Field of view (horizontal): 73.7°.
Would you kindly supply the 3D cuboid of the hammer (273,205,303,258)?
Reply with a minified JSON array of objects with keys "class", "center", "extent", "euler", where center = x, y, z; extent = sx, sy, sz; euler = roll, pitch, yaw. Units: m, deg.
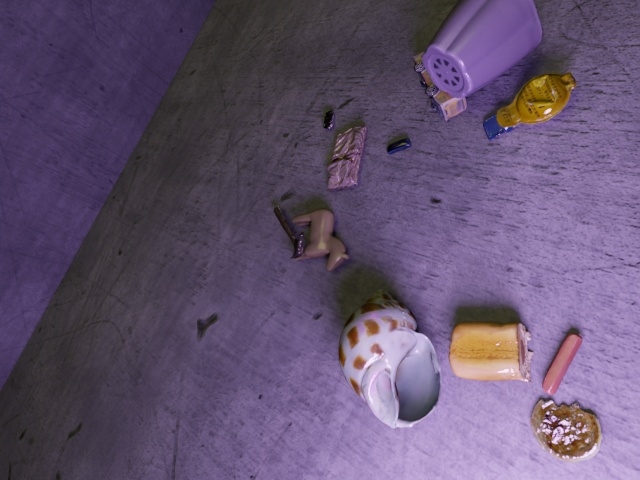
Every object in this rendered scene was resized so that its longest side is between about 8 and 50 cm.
[{"class":"hammer","center":[-0.118,-0.046,1.522],"extent":[0.297,0.026,0.125],"euler":[-123,40,-50]}]

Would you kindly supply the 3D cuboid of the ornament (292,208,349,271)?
[{"class":"ornament","center":[0.000,0.000,1.433],"extent":[0.244,0.061,0.231],"euler":[-13,61,38]}]

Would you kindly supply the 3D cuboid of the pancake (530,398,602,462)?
[{"class":"pancake","center":[0.501,0.389,0.874],"extent":[0.129,0.022,0.116],"euler":[-8,63,40]}]

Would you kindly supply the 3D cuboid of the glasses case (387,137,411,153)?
[{"class":"glasses case","center":[0.258,-0.315,1.417],"extent":[0.083,0.023,0.034],"euler":[-15,63,31]}]

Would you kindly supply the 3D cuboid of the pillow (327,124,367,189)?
[{"class":"pillow","center":[0.090,-0.298,1.524],"extent":[0.135,0.049,0.249],"euler":[-7,61,40]}]

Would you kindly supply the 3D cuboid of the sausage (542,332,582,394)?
[{"class":"sausage","center":[0.518,0.262,0.917],"extent":[0.035,0.030,0.147],"euler":[25,85,42]}]

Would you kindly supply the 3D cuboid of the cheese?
[{"class":"cheese","center":[0.569,-0.370,1.177],"extent":[0.250,0.064,0.157],"euler":[-28,52,36]}]

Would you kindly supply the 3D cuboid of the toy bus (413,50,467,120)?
[{"class":"toy bus","center":[0.380,-0.510,1.379],"extent":[0.106,0.092,0.268],"euler":[-23,55,16]}]

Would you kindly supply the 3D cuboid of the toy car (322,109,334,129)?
[{"class":"toy car","center":[0.033,-0.469,1.668],"extent":[0.041,0.025,0.093],"euler":[-14,57,34]}]

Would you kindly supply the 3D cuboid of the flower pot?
[{"class":"flower pot","center":[0.438,-0.550,1.205],"extent":[0.243,0.265,0.265],"euler":[-46,47,-6]}]

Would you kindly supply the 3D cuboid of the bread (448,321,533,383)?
[{"class":"bread","center":[0.390,0.256,0.984],"extent":[0.173,0.085,0.134],"euler":[-6,68,34]}]

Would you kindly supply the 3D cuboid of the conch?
[{"class":"conch","center":[0.170,0.274,1.078],"extent":[0.249,0.197,0.368],"euler":[11,66,1]}]
